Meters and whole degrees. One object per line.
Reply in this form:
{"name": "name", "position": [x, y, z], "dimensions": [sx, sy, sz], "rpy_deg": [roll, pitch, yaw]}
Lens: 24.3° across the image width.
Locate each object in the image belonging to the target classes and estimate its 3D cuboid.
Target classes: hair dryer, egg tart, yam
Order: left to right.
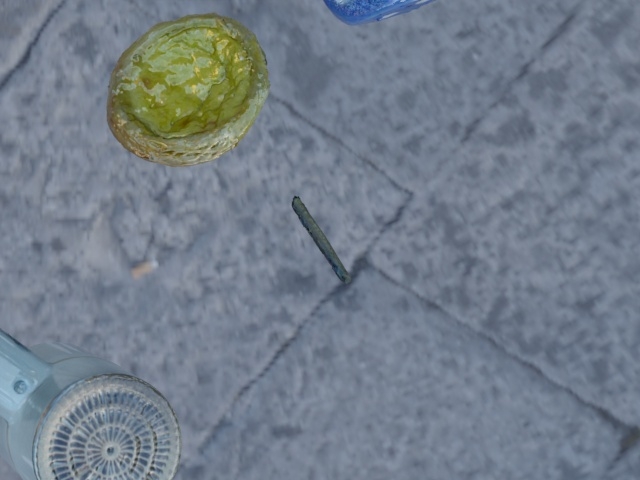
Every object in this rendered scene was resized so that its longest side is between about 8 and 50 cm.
{"name": "hair dryer", "position": [-0.264, 0.058, 1.030], "dimensions": [0.357, 0.173, 0.107], "rpy_deg": [42, 76, -22]}
{"name": "egg tart", "position": [-0.137, -0.150, 1.565], "dimensions": [0.191, 0.191, 0.074], "rpy_deg": [-18, 147, 0]}
{"name": "yam", "position": [0.000, 0.000, 1.528], "dimensions": [0.014, 0.014, 0.107], "rpy_deg": [-35, 76, 10]}

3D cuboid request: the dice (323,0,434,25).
{"name": "dice", "position": [0.079, -0.344, 1.786], "dimensions": [0.146, 0.143, 0.146], "rpy_deg": [-18, 93, 39]}
